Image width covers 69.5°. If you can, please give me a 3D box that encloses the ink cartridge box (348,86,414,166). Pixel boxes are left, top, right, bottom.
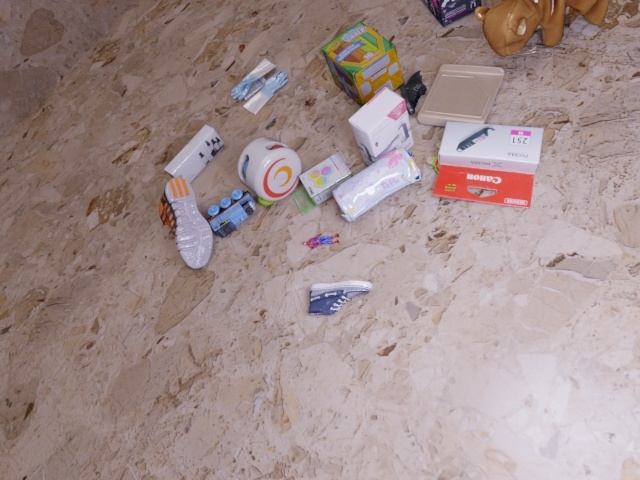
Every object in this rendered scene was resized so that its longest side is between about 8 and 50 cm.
[{"bbox_3d":[0.193,-0.332,1.429,0.158,0.218,0.092,-43,60,-6],"label":"ink cartridge box"}]

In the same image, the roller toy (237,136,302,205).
[{"bbox_3d":[-0.172,-0.243,1.546,0.209,0.191,0.146,-47,54,-8],"label":"roller toy"}]

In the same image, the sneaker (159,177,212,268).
[{"bbox_3d":[-0.472,-0.046,1.608,0.124,0.180,0.322,-10,81,-31],"label":"sneaker"}]

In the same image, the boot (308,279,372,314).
[{"bbox_3d":[0.055,0.164,1.291,0.189,0.069,0.086,-8,65,28],"label":"boot"}]

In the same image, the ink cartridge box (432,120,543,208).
[{"bbox_3d":[0.477,-0.224,1.325,0.274,0.060,0.239,10,64,20],"label":"ink cartridge box"}]

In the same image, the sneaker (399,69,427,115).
[{"bbox_3d":[0.325,-0.505,1.580,0.089,0.051,0.170,-21,52,16],"label":"sneaker"}]

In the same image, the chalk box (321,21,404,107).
[{"bbox_3d":[0.136,-0.643,1.663,0.180,0.179,0.289,-37,54,-2],"label":"chalk box"}]

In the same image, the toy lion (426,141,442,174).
[{"bbox_3d":[0.380,-0.244,1.415,0.096,0.034,0.100,28,74,26],"label":"toy lion"}]

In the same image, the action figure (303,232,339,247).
[{"bbox_3d":[0.000,0.000,1.430,0.115,0.030,0.038,-11,62,19],"label":"action figure"}]

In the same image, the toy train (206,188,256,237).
[{"bbox_3d":[-0.303,-0.096,1.588,0.184,0.080,0.105,-35,63,-2],"label":"toy train"}]

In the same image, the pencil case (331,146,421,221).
[{"bbox_3d":[0.169,-0.167,1.406,0.273,0.113,0.124,-31,67,3],"label":"pencil case"}]

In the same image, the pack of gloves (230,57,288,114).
[{"bbox_3d":[-0.258,-0.650,1.903,0.195,0.046,0.232,38,82,30],"label":"pack of gloves"}]

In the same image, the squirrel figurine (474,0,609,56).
[{"bbox_3d":[0.651,-0.763,1.385,0.370,0.397,0.281,-33,58,-9],"label":"squirrel figurine"}]

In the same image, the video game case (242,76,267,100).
[{"bbox_3d":[-0.288,-0.650,1.951,0.122,0.011,0.087,-38,54,-2],"label":"video game case"}]

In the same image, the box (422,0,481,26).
[{"bbox_3d":[0.471,-0.950,1.731,0.163,0.142,0.247,-25,53,9],"label":"box"}]

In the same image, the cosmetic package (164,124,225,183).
[{"bbox_3d":[-0.482,-0.324,1.783,0.060,0.099,0.239,31,77,34],"label":"cosmetic package"}]

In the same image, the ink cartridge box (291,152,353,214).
[{"bbox_3d":[-0.001,-0.186,1.519,0.209,0.062,0.109,-31,55,4],"label":"ink cartridge box"}]

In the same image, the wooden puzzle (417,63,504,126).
[{"bbox_3d":[0.459,-0.468,1.512,0.220,0.044,0.239,16,73,29],"label":"wooden puzzle"}]
